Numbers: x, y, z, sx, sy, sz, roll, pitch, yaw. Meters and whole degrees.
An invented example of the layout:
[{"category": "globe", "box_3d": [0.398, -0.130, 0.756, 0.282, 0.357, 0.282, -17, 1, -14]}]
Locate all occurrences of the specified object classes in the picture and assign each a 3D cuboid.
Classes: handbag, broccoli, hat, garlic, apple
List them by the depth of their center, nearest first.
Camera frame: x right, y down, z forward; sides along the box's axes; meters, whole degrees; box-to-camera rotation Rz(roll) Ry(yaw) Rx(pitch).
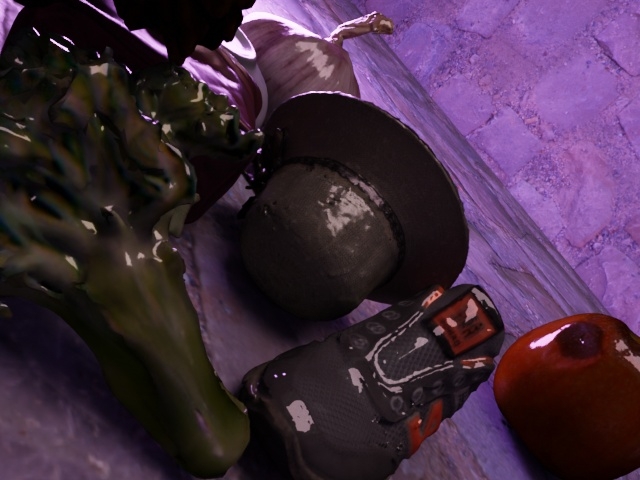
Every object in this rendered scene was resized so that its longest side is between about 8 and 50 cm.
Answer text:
[{"category": "broccoli", "box_3d": [-0.113, -0.002, 0.403, 0.275, 0.198, 0.177, 43, -24, -26]}, {"category": "handbag", "box_3d": [-0.160, -0.129, 0.583, 0.225, 0.146, 0.135, 35, 27, -21]}, {"category": "hat", "box_3d": [0.000, 0.000, 0.627, 0.257, 0.257, 0.130, 46, 53, -1]}, {"category": "apple", "box_3d": [0.355, 0.199, 0.863, 0.230, 0.230, 0.230, 38, 23, -19]}, {"category": "garlic", "box_3d": [-0.002, -0.260, 0.970, 0.245, 0.253, 0.245, 52, 5, -7]}]

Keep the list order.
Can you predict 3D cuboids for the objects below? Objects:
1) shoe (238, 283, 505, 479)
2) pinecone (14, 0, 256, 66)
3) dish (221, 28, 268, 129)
[{"category": "shoe", "box_3d": [0.080, 0.109, 0.568, 0.132, 0.171, 0.336, 55, 22, 19]}, {"category": "pinecone", "box_3d": [-0.103, -0.311, 0.350, 0.398, 0.398, 0.398, 38, 23, -19]}, {"category": "dish", "box_3d": [-0.161, -0.216, 0.774, 0.256, 0.117, 0.256, 38, 22, -19]}]
